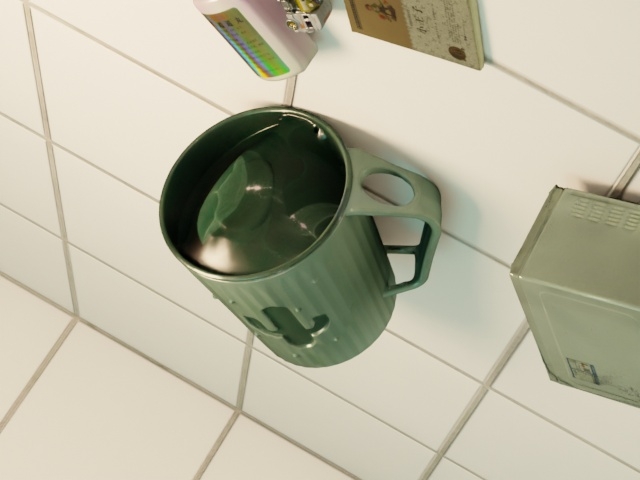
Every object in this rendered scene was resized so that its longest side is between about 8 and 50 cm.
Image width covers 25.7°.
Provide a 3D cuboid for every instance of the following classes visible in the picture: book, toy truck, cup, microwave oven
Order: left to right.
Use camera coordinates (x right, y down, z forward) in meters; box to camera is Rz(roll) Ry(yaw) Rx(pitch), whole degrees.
[{"bbox_3d":[-0.026,-0.332,1.863,0.062,0.052,0.123,9,146,31],"label":"toy truck"},{"bbox_3d":[-0.014,0.020,2.238,0.400,0.310,0.392,20,159,30],"label":"cup"},{"bbox_3d":[0.116,-0.292,1.811,0.198,0.016,0.138,21,154,25],"label":"book"},{"bbox_3d":[0.420,0.082,1.966,0.237,0.181,0.295,15,151,31],"label":"microwave oven"}]

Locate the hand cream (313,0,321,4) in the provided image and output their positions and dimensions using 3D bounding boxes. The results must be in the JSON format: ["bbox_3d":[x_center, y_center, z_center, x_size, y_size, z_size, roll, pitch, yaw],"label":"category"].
[{"bbox_3d":[-0.047,-0.399,1.696,0.120,0.061,0.270,34,154,18],"label":"hand cream"}]

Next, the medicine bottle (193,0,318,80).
[{"bbox_3d":[-0.107,-0.319,1.953,0.115,0.078,0.219,4,144,51],"label":"medicine bottle"}]
